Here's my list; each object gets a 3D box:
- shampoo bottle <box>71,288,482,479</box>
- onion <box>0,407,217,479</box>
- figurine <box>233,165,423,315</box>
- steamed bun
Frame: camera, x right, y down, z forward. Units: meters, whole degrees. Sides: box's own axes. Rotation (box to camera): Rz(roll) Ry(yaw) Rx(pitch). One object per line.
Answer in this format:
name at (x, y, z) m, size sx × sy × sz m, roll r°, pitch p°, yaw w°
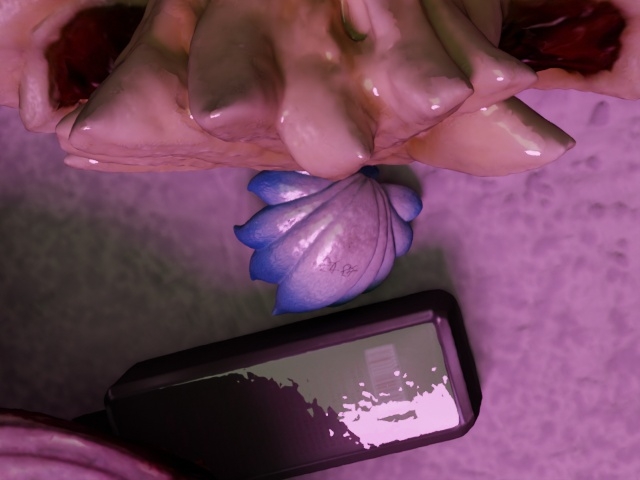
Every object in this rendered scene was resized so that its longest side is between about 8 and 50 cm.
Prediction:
shampoo bottle at (-0.031, 0.098, 1.102) m, size 0.246 × 0.079 × 0.080 m, roll -14°, pitch 97°, yaw 10°
onion at (-0.145, 0.253, 1.004) m, size 0.282 × 0.260 × 0.337 m, roll -37°, pitch 80°, yaw -14°
figurine at (0.000, 0.000, 1.086) m, size 0.114 × 0.079 × 0.114 m, roll -11°, pitch 125°, yaw -17°
steamed bun at (-0.007, -0.104, 0.964) m, size 0.428 × 0.247 × 0.189 m, roll -2°, pitch 76°, yaw 4°
